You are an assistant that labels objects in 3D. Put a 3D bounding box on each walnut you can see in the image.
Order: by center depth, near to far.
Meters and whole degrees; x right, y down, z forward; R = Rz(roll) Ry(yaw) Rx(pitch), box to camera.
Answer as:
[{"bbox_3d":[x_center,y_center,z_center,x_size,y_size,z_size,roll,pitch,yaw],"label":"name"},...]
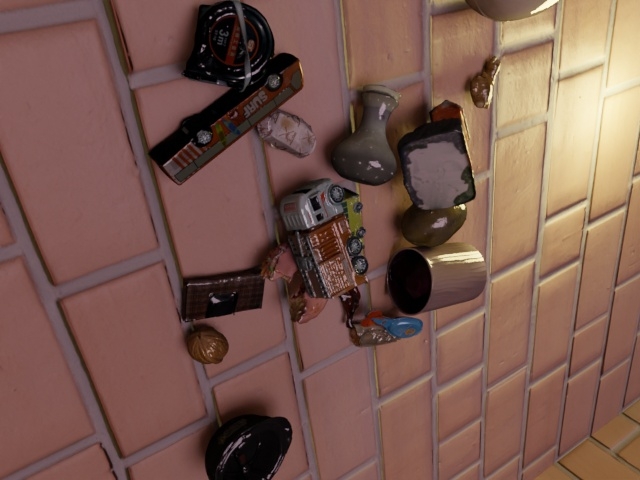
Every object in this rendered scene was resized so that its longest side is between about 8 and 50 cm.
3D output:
[{"bbox_3d":[-0.300,0.282,1.519,0.105,0.105,0.124,-47,144,-8],"label":"walnut"}]

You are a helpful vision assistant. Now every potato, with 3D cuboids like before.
[{"bbox_3d":[0.356,-0.065,1.763,0.235,0.177,0.160,-17,100,-37],"label":"potato"}]

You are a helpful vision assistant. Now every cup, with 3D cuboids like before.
[{"bbox_3d":[0.371,0.146,1.845,0.273,0.208,0.289,-7,114,-33],"label":"cup"}]

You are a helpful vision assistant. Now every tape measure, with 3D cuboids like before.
[{"bbox_3d":[-0.192,-0.422,1.240,0.180,0.107,0.182,15,88,-13],"label":"tape measure"}]

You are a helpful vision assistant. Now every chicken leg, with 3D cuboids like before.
[{"bbox_3d":[0.082,0.177,1.763,0.089,0.048,0.219,-33,126,-14],"label":"chicken leg"}]

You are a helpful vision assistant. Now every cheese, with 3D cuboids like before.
[{"bbox_3d":[0.238,0.271,1.837,0.256,0.037,0.106,20,124,-33],"label":"cheese"}]

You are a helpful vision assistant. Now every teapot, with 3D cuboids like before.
[{"bbox_3d":[0.133,-0.280,1.522,0.183,0.183,0.251,14,90,-38],"label":"teapot"}]

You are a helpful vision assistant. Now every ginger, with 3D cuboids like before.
[{"bbox_3d":[0.499,-0.487,1.737,0.096,0.067,0.166,14,89,-38],"label":"ginger"}]

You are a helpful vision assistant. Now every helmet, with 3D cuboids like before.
[{"bbox_3d":[-0.229,0.614,1.679,0.279,0.160,0.231,-40,127,-30],"label":"helmet"}]

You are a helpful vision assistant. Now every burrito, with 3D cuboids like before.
[{"bbox_3d":[0.189,0.311,1.889,0.225,0.060,0.087,1,105,-34],"label":"burrito"}]

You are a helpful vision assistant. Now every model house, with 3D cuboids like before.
[{"bbox_3d":[0.341,-0.281,1.653,0.301,0.190,0.271,-79,152,-41],"label":"model house"}]

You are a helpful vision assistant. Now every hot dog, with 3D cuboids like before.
[{"bbox_3d":[-0.085,-0.273,1.436,0.192,0.053,0.099,17,89,-45],"label":"hot dog"}]

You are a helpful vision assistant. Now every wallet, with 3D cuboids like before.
[{"bbox_3d":[-0.257,0.146,1.519,0.230,0.042,0.125,-8,113,-36],"label":"wallet"}]

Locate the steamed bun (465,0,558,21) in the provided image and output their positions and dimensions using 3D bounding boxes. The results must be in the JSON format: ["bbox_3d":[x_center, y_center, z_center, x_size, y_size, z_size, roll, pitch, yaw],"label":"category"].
[{"bbox_3d":[0.523,-0.751,1.474,0.374,0.333,0.334,-38,127,-21],"label":"steamed bun"}]

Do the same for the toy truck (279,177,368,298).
[{"bbox_3d":[0.000,0.000,1.508,0.162,0.136,0.306,-28,104,-35],"label":"toy truck"}]

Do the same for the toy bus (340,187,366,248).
[{"bbox_3d":[0.066,-0.052,1.623,0.101,0.088,0.175,-21,119,-24],"label":"toy bus"}]

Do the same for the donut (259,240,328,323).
[{"bbox_3d":[-0.063,0.102,1.578,0.199,0.085,0.233,-46,115,-36],"label":"donut"}]

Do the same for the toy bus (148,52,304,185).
[{"bbox_3d":[-0.210,-0.291,1.320,0.408,0.093,0.092,-41,136,-12],"label":"toy bus"}]
